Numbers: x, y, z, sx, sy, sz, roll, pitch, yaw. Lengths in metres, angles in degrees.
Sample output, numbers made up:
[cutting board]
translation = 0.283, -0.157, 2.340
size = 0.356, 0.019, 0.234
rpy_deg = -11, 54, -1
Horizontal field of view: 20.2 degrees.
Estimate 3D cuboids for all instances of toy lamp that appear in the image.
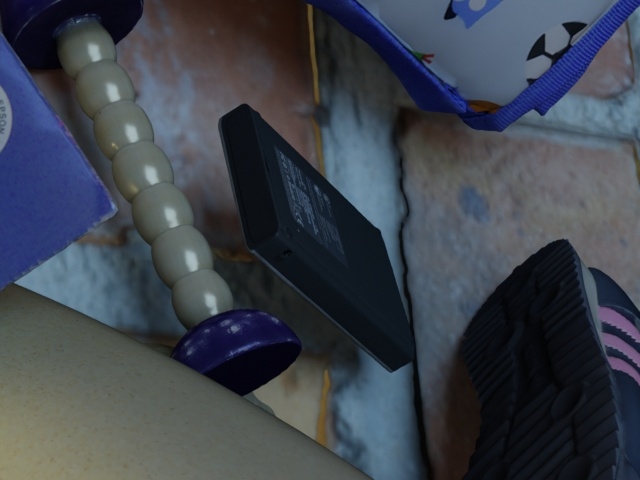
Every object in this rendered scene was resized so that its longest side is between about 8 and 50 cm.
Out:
[toy lamp]
translation = -0.095, -0.050, 0.912
size = 0.080, 0.080, 0.275
rpy_deg = -16, 69, -32

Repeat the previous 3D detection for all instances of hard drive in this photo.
[hard drive]
translation = 0.000, 0.000, 0.929
size = 0.135, 0.022, 0.094
rpy_deg = 42, 24, -44

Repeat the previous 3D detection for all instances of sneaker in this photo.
[sneaker]
translation = 0.146, 0.116, 0.894
size = 0.131, 0.112, 0.319
rpy_deg = 42, 25, -14

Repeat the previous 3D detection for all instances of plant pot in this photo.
[plant pot]
translation = -0.116, 0.136, 0.750
size = 0.274, 0.256, 0.256
rpy_deg = 42, 54, 15

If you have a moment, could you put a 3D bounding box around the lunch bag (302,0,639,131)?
[lunch bag]
translation = 0.073, -0.298, 0.989
size = 0.328, 0.239, 0.385
rpy_deg = 39, 67, -34

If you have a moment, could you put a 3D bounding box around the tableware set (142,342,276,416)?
[tableware set]
translation = -0.049, 0.134, 0.889
size = 0.128, 0.039, 0.194
rpy_deg = -26, 82, -34

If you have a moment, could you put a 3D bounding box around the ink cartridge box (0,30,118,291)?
[ink cartridge box]
translation = -0.302, -0.053, 0.684
size = 0.330, 0.071, 0.324
rpy_deg = -35, 82, -2
